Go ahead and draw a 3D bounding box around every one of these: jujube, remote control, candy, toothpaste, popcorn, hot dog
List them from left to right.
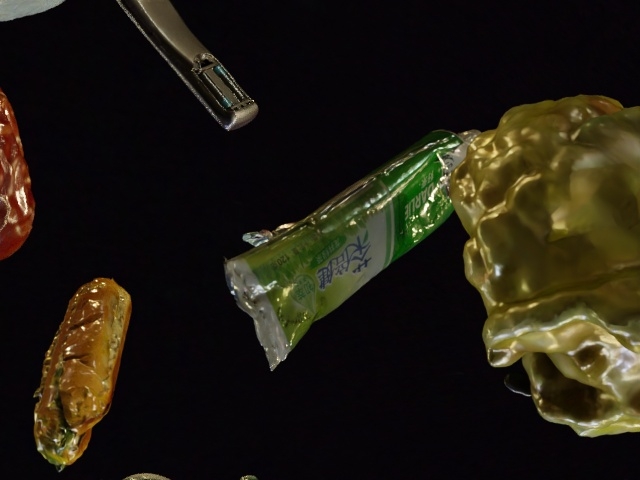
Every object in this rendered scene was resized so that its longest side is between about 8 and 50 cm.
[{"bbox_3d":[-0.301,-0.064,1.099,0.112,0.109,0.176,-2,-76,63],"label":"jujube"},{"bbox_3d":[-0.245,0.128,1.372,0.072,0.269,0.115,31,-68,-16],"label":"hot dog"},{"bbox_3d":[-0.144,-0.202,1.372,0.212,0.059,0.028,50,-50,4],"label":"remote control"},{"bbox_3d":[0.000,0.000,1.348,0.045,0.175,0.043,-46,-124,51],"label":"candy"},{"bbox_3d":[0.034,-0.011,0.876,0.047,0.248,0.078,-4,-65,49],"label":"toothpaste"},{"bbox_3d":[0.167,0.017,0.768,0.169,0.218,0.189,-46,-154,51],"label":"popcorn"}]

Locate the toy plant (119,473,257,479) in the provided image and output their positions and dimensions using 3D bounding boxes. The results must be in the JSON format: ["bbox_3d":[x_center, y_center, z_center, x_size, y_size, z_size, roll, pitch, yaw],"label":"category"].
[{"bbox_3d":[-0.149,0.254,1.100,0.232,0.243,0.113,-7,-112,-22],"label":"toy plant"}]

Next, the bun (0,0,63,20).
[{"bbox_3d":[-0.298,-0.394,1.258,0.211,0.362,0.362,-7,-99,12],"label":"bun"}]
